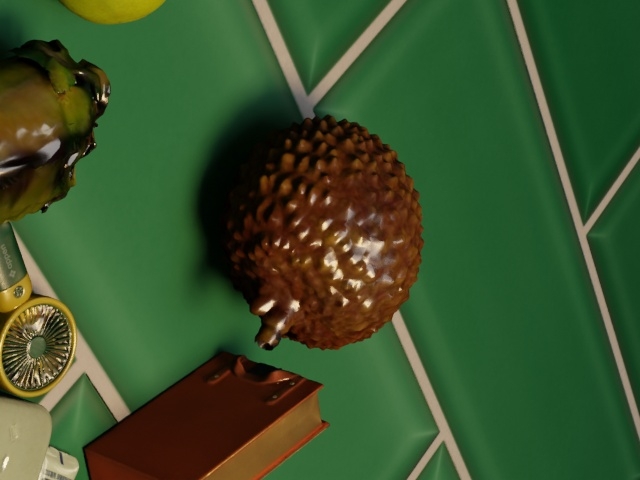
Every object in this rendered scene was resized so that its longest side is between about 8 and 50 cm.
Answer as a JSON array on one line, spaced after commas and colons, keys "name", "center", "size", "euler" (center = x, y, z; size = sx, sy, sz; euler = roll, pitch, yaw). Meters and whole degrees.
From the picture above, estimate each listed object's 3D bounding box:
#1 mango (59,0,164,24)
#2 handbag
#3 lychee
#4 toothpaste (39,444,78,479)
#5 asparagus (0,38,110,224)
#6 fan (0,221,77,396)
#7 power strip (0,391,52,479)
[{"name": "mango", "center": [-0.167, -0.239, 1.159], "size": [0.117, 0.089, 0.163], "euler": [-52, 136, -28]}, {"name": "handbag", "center": [-0.096, 0.173, 1.360], "size": [0.190, 0.127, 0.063], "euler": [-35, 127, -41]}, {"name": "lychee", "center": [0.000, 0.000, 1.375], "size": [0.238, 0.200, 0.200], "euler": [-63, 143, -35]}, {"name": "toothpaste", "center": [-0.261, 0.285, 1.264], "size": [0.062, 0.039, 0.239], "euler": [38, 70, -55]}, {"name": "asparagus", "center": [-0.306, -0.032, 1.038], "size": [0.382, 0.108, 0.128], "euler": [-29, 156, -42]}, {"name": "fan", "center": [-0.243, 0.049, 1.205], "size": [0.082, 0.039, 0.155], "euler": [-36, 127, -38]}, {"name": "power strip", "center": [-0.325, 0.193, 1.134], "size": [0.265, 0.059, 0.193], "euler": [21, 85, -53]}]
